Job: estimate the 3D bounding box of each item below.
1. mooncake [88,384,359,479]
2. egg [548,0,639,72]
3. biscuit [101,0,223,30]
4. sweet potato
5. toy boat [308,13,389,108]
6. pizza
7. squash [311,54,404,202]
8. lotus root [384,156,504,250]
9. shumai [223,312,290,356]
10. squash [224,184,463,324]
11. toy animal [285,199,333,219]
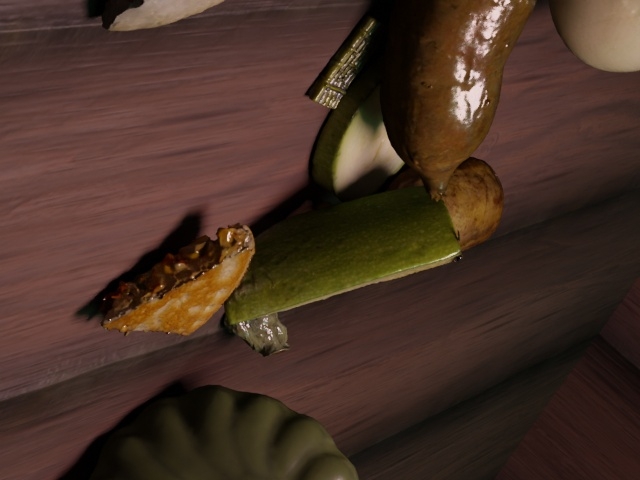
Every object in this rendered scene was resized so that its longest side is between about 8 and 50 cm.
[{"bbox_3d":[-0.118,0.343,2.195,0.351,0.351,0.187,-40,155,-23],"label":"mooncake"},{"bbox_3d":[0.398,-0.334,2.210,0.219,0.219,0.269,-23,146,-51],"label":"egg"},{"bbox_3d":[-0.081,-0.251,1.487,0.265,0.040,0.188,-34,163,24],"label":"biscuit"},{"bbox_3d":[0.141,-0.206,1.982,0.158,0.158,0.370,-24,141,-50],"label":"sweet potato"},{"bbox_3d":[0.033,-0.198,1.984,0.115,0.016,0.063,-53,160,11],"label":"toy boat"},{"bbox_3d":[-0.172,0.053,1.958,0.199,0.062,0.188,-17,152,-44],"label":"pizza"},{"bbox_3d":[0.073,-0.148,2.143,0.219,0.041,0.219,-43,156,-25],"label":"squash"},{"bbox_3d":[0.166,-0.043,2.395,0.260,0.128,0.145,-12,153,-52],"label":"lotus root"},{"bbox_3d":[-0.070,0.108,2.240,0.083,0.080,0.082,-16,140,-54],"label":"shumai"},{"bbox_3d":[0.018,0.014,2.136,0.288,0.111,0.203,-17,177,-1],"label":"squash"},{"bbox_3d":[0.000,0.000,2.185,0.091,0.082,0.114,-45,160,-12],"label":"toy animal"}]
